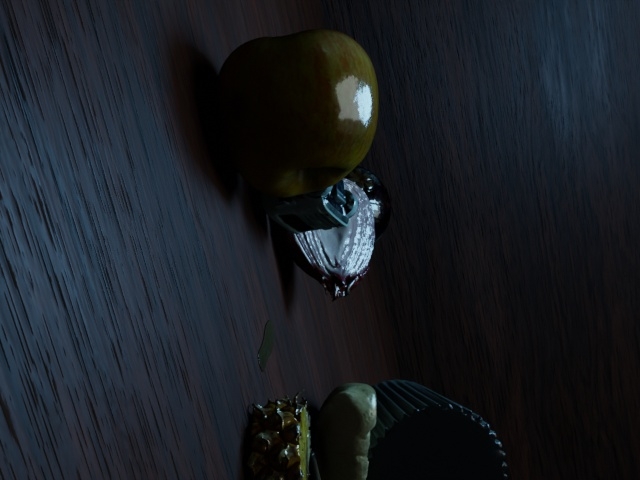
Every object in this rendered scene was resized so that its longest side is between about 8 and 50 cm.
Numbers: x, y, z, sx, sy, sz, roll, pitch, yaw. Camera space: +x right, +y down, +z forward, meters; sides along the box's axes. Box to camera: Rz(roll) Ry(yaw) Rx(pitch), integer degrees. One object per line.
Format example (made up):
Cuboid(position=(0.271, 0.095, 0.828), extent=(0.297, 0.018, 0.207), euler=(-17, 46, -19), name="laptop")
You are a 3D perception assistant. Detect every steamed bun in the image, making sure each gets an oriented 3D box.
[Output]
Cuboid(position=(0.040, 0.353, 1.455), extent=(0.231, 0.111, 0.212), euler=(-93, -169, -55), name="steamed bun")

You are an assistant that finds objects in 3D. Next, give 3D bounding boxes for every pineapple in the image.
Cuboid(position=(-0.055, 0.282, 1.085), extent=(0.233, 0.080, 0.135), euler=(-38, 125, -86), name="pineapple")

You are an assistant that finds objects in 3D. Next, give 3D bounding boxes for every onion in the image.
Cuboid(position=(0.000, 0.000, 1.510), extent=(0.227, 0.120, 0.283), euler=(17, 57, -32), name="onion")

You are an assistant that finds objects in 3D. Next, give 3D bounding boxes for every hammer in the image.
Cuboid(position=(0.000, 0.470, 1.360), extent=(0.078, 0.021, 0.200), euler=(-61, 139, -76), name="hammer")

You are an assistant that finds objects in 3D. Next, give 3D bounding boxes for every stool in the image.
Cuboid(position=(0.200, 0.456, 1.644), extent=(0.330, 0.297, 0.297), euler=(-164, -118, -80), name="stool")

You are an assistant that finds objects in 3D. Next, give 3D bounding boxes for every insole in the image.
Cuboid(position=(-0.087, 0.169, 1.235), extent=(0.135, 0.002, 0.045), euler=(-74, 152, -70), name="insole")

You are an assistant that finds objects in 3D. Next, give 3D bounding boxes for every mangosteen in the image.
Cuboid(position=(0.058, -0.066, 1.804), extent=(0.243, 0.243, 0.242), euler=(-11, 90, -81), name="mangosteen")

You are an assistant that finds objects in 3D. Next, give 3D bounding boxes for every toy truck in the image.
Cuboid(position=(-0.041, -0.162, 1.387), extent=(0.136, 0.162, 0.305), euler=(36, 43, -59), name="toy truck")

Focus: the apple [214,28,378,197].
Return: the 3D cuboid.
Cuboid(position=(-0.034, -0.192, 1.177), extent=(0.264, 0.264, 0.264), euler=(-11, 90, -81), name="apple")
